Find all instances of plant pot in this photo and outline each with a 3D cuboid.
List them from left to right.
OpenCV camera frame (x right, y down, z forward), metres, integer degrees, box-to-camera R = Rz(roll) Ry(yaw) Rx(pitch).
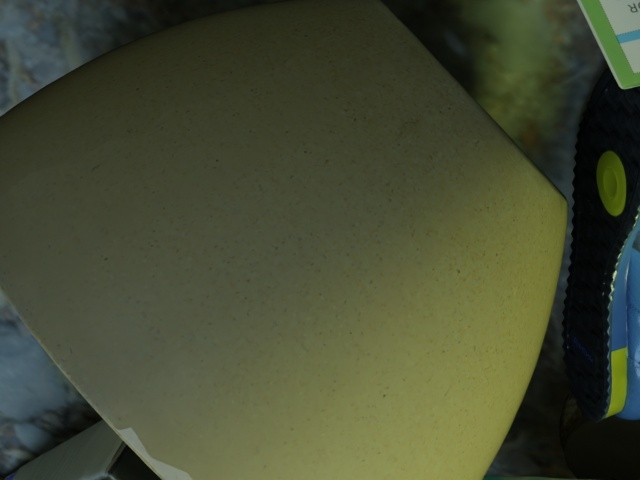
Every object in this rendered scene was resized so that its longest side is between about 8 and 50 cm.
[{"bbox_3d":[0.000,0.000,0.846,0.191,0.284,0.284,-43,110,7],"label":"plant pot"}]

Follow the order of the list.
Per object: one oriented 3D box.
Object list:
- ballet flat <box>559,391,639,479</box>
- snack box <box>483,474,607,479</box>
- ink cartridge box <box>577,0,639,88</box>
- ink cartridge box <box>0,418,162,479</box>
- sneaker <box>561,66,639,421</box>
[{"bbox_3d":[0.215,0.154,1.029,0.084,0.058,0.250,-34,119,24],"label":"ballet flat"},{"bbox_3d":[0.159,0.229,1.015,0.187,0.060,0.322,1,145,7],"label":"snack box"},{"bbox_3d":[0.138,-0.135,0.741,0.062,0.109,0.209,-12,126,32],"label":"ink cartridge box"},{"bbox_3d":[-0.091,0.186,1.085,0.176,0.069,0.371,37,158,-10],"label":"ink cartridge box"},{"bbox_3d":[0.168,-0.004,0.896,0.082,0.069,0.209,-9,125,-13],"label":"sneaker"}]
